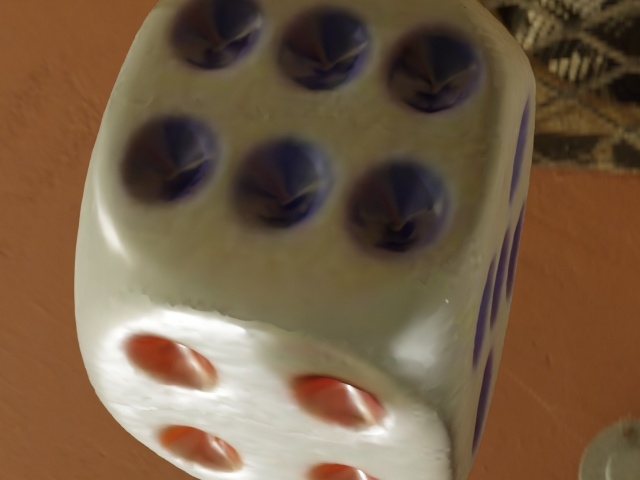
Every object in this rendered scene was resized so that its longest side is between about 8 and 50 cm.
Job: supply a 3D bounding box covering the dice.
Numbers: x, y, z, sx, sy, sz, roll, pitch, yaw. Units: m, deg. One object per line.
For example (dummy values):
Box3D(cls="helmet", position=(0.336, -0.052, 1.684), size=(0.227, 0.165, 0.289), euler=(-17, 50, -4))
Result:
Box3D(cls="dice", position=(0.000, 0.000, 1.146), size=(0.277, 0.304, 0.304), euler=(13, -120, 11))
